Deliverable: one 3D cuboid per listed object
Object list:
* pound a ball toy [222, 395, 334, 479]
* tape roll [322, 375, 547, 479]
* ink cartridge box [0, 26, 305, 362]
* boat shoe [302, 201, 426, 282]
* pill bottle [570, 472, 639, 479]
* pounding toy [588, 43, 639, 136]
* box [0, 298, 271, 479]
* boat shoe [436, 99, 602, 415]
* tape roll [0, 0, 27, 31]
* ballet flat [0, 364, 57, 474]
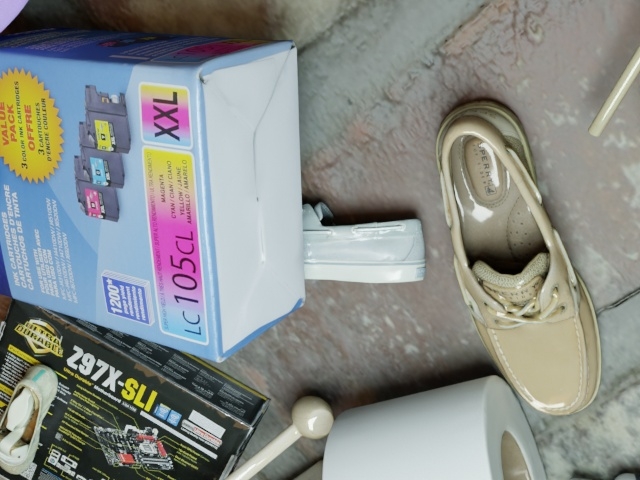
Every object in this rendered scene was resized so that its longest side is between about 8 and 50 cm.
[{"bbox_3d":[-0.075,0.338,1.036,0.319,0.136,0.208,-36,97,-2],"label":"pound a ball toy"},{"bbox_3d":[0.128,0.273,0.917,0.169,0.246,0.246,-17,104,21],"label":"tape roll"},{"bbox_3d":[-0.217,-0.066,0.907,0.395,0.151,0.270,12,113,33],"label":"ink cartridge box"},{"bbox_3d":[0.000,0.000,0.956,0.227,0.079,0.081,3,90,16],"label":"boat shoe"},{"bbox_3d":[0.349,0.301,0.942,0.180,0.108,0.108,6,111,13],"label":"pill bottle"},{"bbox_3d":[0.339,-0.122,0.802,0.181,0.094,0.206,-10,107,38],"label":"pounding toy"},{"bbox_3d":[-0.257,0.225,1.099,0.322,0.079,0.257,28,112,4],"label":"box"},{"bbox_3d":[0.187,0.036,0.889,0.122,0.110,0.341,-19,103,21],"label":"boat shoe"},{"bbox_3d":[-0.370,-0.310,0.857,0.275,0.090,0.275,-7,75,28],"label":"tape roll"},{"bbox_3d":[-0.354,0.215,1.053,0.057,0.052,0.168,27,114,5],"label":"ballet flat"}]
